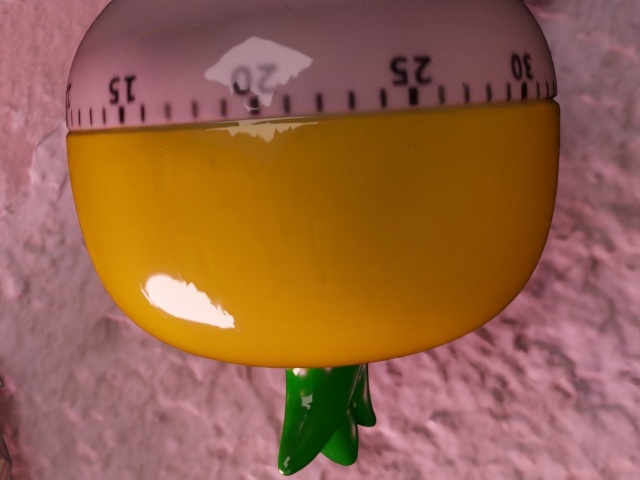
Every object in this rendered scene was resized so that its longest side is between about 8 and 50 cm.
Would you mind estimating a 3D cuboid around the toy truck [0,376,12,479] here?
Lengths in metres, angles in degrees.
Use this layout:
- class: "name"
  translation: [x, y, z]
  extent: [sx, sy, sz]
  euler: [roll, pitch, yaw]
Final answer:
- class: "toy truck"
  translation: [-0.260, 0.199, 0.645]
  extent: [0.140, 0.108, 0.257]
  euler: [-25, 62, -2]

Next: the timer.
- class: "timer"
  translation: [0.000, 0.000, 0.533]
  extent: [0.285, 0.285, 0.285]
  euler: [-7, 71, 20]
